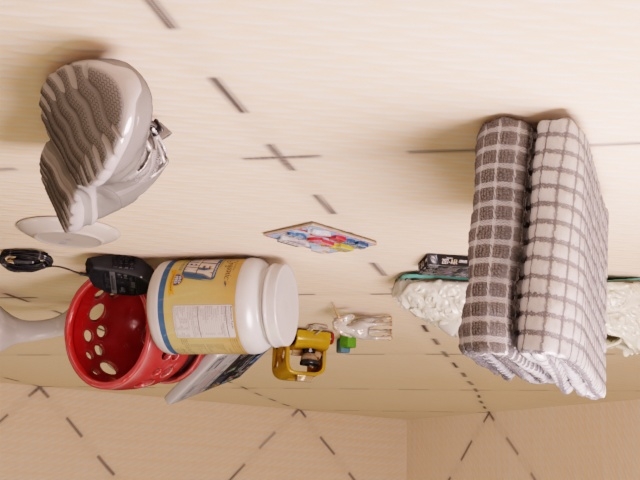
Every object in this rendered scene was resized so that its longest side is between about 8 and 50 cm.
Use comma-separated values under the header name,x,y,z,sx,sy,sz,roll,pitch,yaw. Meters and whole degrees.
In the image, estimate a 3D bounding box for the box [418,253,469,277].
name,x,y,z,sx,sy,sz,roll,pitch,yaw
box,0.190,0.038,1.526,0.083,0.018,0.067,3,166,-5

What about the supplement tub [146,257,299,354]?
name,x,y,z,sx,sy,sz,roll,pitch,yaw
supplement tub,-0.144,0.099,1.557,0.199,0.144,0.144,-2,165,15

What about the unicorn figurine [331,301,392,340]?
name,x,y,z,sx,sy,sz,roll,pitch,yaw
unicorn figurine,0.078,0.160,1.930,0.111,0.060,0.162,1,165,3

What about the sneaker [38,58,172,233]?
name,x,y,z,sx,sy,sz,roll,pitch,yaw
sneaker,-0.191,-0.099,0.964,0.115,0.105,0.281,-24,175,-25

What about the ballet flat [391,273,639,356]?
name,x,y,z,sx,sy,sz,roll,pitch,yaw
ballet flat,0.312,0.120,1.602,0.409,0.147,0.147,1,165,6

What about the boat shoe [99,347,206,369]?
name,x,y,z,sx,sy,sz,roll,pitch,yaw
boat shoe,-0.272,0.174,1.949,0.340,0.113,0.127,-21,109,38

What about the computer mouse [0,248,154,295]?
name,x,y,z,sx,sy,sz,roll,pitch,yaw
computer mouse,-0.366,0.038,1.578,0.242,0.041,0.071,10,144,-3

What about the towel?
name,x,y,z,sx,sy,sz,roll,pitch,yaw
towel,0.221,0.027,1.059,0.121,0.235,0.283,0,165,21

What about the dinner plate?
name,x,y,z,sx,sy,sz,roll,pitch,yaw
dinner plate,-0.348,-0.008,1.434,0.141,0.017,0.141,3,166,1

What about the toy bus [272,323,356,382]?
name,x,y,z,sx,sy,sz,roll,pitch,yaw
toy bus,-0.035,0.247,2.194,0.191,0.104,0.202,-6,164,27

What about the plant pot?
name,x,y,z,sx,sy,sz,roll,pitch,yaw
plant pot,-0.295,0.151,1.702,0.191,0.191,0.174,-6,169,29

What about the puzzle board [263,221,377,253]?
name,x,y,z,sx,sy,sz,roll,pitch,yaw
puzzle board,0.000,0.000,1.423,0.096,0.011,0.128,-12,159,43

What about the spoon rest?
name,x,y,z,sx,sy,sz,roll,pitch,yaw
spoon rest,-0.572,0.151,1.877,0.276,0.137,0.084,4,150,-40

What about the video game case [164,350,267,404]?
name,x,y,z,sx,sy,sz,roll,pitch,yaw
video game case,-0.165,0.216,1.828,0.173,0.022,0.190,-16,158,-45
